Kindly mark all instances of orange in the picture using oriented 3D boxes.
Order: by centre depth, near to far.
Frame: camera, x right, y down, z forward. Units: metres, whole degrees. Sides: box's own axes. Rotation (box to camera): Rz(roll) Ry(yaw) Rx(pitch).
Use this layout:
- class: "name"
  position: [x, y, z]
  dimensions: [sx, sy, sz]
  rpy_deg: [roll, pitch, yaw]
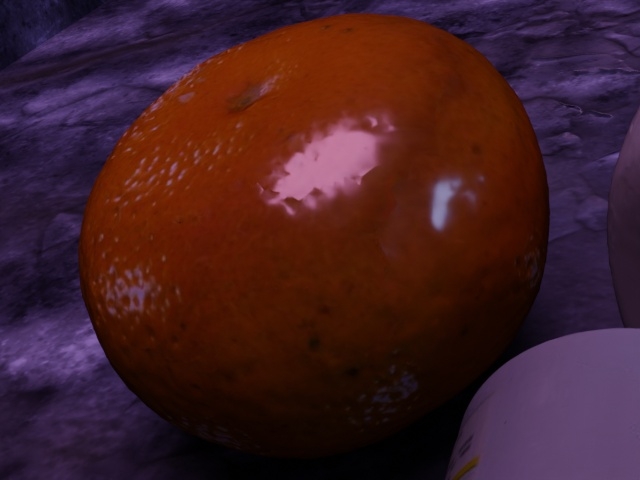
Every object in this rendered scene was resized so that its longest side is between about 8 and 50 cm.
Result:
- class: "orange"
  position: [0.000, 0.000, 0.936]
  dimensions: [0.424, 0.326, 0.424]
  rpy_deg: [-19, 37, 15]

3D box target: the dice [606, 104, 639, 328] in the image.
- class: "dice"
  position: [0.392, 0.017, 0.721]
  dimensions: [0.277, 0.304, 0.304]
  rpy_deg: [-28, 31, -18]

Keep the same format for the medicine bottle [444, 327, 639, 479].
- class: "medicine bottle"
  position: [0.170, 0.206, 0.579]
  dimensions: [0.238, 0.237, 0.232]
  rpy_deg: [-4, 29, 22]
